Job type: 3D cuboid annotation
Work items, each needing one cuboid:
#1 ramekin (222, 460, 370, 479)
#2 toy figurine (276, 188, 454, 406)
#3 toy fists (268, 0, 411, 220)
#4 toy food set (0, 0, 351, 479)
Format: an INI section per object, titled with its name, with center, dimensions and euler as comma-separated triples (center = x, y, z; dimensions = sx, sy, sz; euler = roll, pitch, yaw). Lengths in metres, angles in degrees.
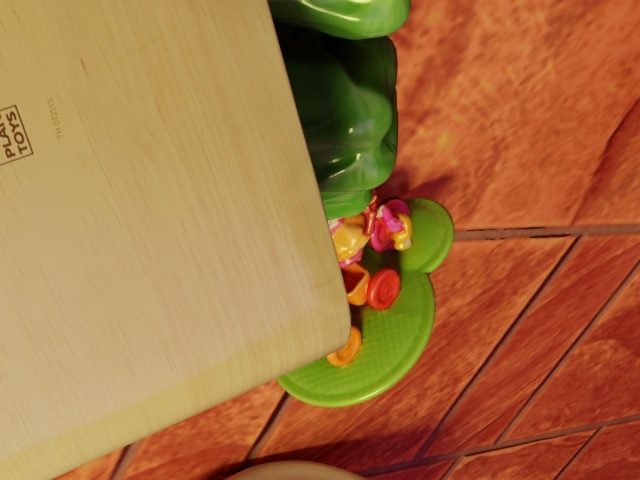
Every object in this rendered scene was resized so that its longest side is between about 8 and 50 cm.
[ramekin]
center = -0.011, 0.305, 0.981
dimensions = 0.273, 0.273, 0.127
euler = -5, 124, -36
[toy figurine]
center = 0.000, 0.000, 0.749
dimensions = 0.173, 0.130, 0.159
euler = -52, 138, -12
[toy fists]
center = -0.023, -0.110, 0.550
dimensions = 0.142, 0.096, 0.279
euler = 12, 139, 6
[toy food set]
center = -0.129, -0.045, 0.430
dimensions = 0.220, 0.092, 0.306
euler = -22, 112, -16
